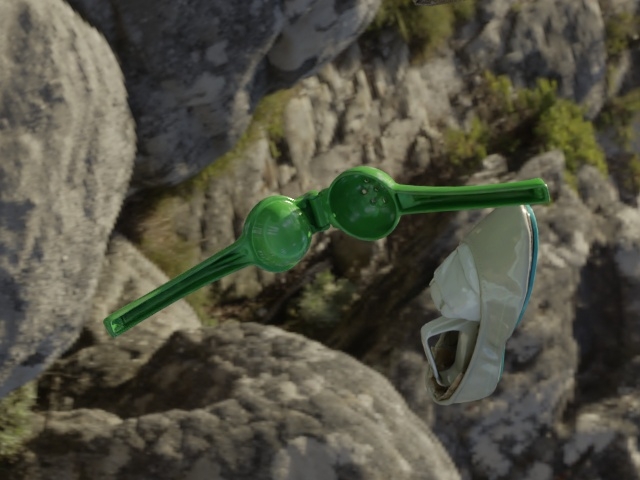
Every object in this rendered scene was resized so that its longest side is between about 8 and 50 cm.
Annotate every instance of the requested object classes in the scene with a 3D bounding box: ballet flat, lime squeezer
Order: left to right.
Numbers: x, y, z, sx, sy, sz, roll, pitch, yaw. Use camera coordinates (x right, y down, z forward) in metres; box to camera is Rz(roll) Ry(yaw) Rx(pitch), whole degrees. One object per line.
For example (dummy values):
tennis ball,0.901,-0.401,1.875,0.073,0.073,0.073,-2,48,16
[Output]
lime squeezer,0.000,0.000,0.807,0.310,0.110,0.058,-17,128,2
ballet flat,0.130,0.063,0.985,0.086,0.086,0.248,-42,151,-32

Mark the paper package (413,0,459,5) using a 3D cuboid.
paper package,0.146,-0.421,1.055,0.324,0.168,0.309,-84,168,-57
